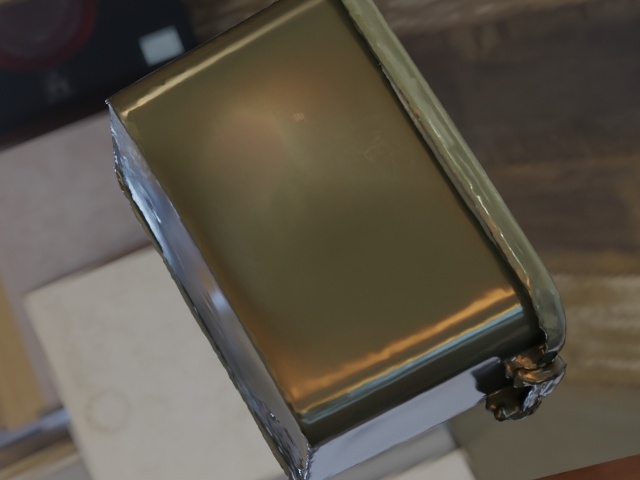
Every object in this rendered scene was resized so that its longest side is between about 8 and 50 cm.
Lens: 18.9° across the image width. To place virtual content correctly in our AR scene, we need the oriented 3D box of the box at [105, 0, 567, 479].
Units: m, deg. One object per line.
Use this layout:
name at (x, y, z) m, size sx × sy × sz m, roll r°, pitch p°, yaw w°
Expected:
box at (0.000, 0.000, 0.943) m, size 0.243 × 0.135 × 0.163 m, roll 58°, pitch 167°, yaw 14°

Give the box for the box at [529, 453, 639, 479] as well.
box at (0.079, 0.223, 0.847) m, size 0.086 × 0.215 × 0.215 m, roll -82°, pitch -24°, yaw -67°
